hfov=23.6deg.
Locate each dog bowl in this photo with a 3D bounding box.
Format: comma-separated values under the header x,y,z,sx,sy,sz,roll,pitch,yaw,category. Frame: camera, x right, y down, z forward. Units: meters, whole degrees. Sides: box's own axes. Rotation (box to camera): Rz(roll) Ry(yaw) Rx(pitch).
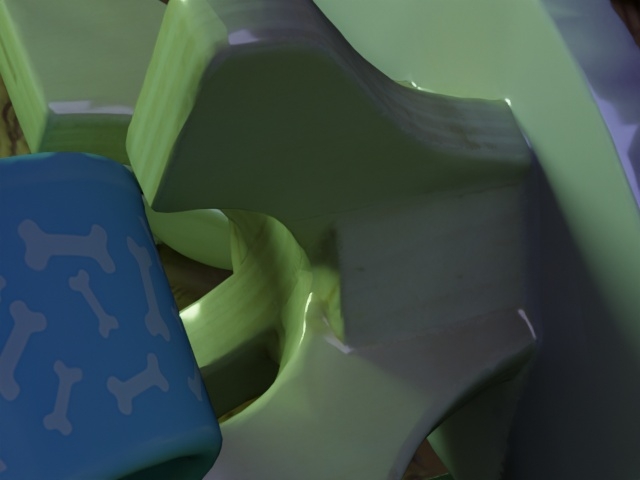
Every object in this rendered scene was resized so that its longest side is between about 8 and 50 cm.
x,y,z,sx,sy,sz,roll,pitch,yaw,category
-0.149,0.094,0.386,0.074,0.297,0.166,56,15,13,dog bowl

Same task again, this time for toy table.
x,y,z,sx,sy,sz,roll,pitch,yaw,category
0.000,0.000,0.499,0.160,0.252,0.274,-10,49,-27,toy table

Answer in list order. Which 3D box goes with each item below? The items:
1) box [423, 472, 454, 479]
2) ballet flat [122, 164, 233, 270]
x,y,z,sx,sy,sz,roll,pitch,yaw,category
0.174,0.148,0.508,0.295,0.073,0.293,-10,21,-31,box
0.003,-0.011,0.652,0.240,0.091,0.077,7,43,-6,ballet flat
